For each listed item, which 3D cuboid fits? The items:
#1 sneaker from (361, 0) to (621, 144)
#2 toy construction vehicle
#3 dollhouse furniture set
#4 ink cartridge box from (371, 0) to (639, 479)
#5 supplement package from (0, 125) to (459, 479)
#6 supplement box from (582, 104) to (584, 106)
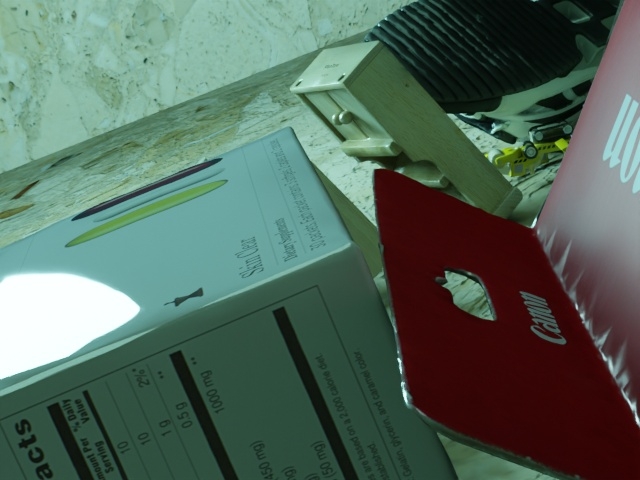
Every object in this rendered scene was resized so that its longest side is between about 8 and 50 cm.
[{"bbox_3d":[0.155,-0.128,1.448,0.331,0.122,0.146,-16,-36,-37],"label":"sneaker"},{"bbox_3d":[0.180,-0.068,1.378,0.098,0.035,0.086,-15,13,-2],"label":"toy construction vehicle"},{"bbox_3d":[0.000,0.000,1.266,0.242,0.161,0.212,-50,19,-14],"label":"dollhouse furniture set"},{"bbox_3d":[0.165,-0.001,0.542,0.272,0.130,0.309,19,12,-5],"label":"ink cartridge box"},{"bbox_3d":[-0.029,0.090,0.654,0.145,0.204,0.262,-24,13,-1],"label":"supplement package"},{"bbox_3d":[0.255,-0.092,1.281,0.083,0.056,0.083,-28,13,-24],"label":"supplement box"}]
